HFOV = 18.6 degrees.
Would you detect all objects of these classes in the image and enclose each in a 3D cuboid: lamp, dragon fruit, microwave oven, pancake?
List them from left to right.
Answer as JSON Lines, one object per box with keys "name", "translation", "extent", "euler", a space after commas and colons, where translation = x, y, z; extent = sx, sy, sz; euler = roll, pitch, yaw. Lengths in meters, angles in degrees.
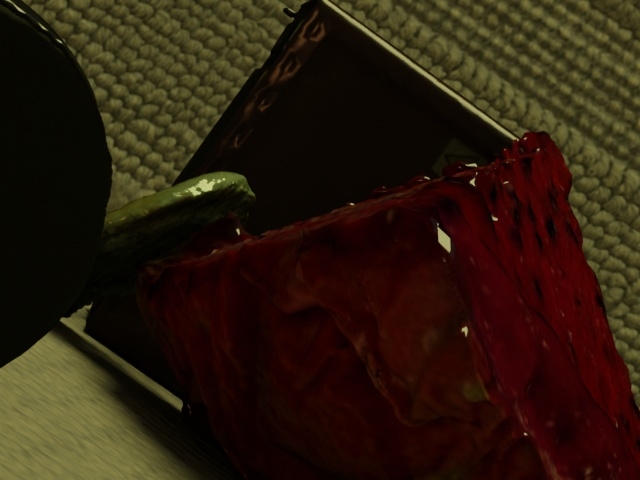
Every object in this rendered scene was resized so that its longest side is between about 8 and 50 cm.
{"name": "lamp", "translation": [-0.180, -0.018, 0.612], "extent": [0.130, 0.108, 0.371], "euler": [22, -9, -31]}
{"name": "pancake", "translation": [-0.092, 0.002, 1.014], "extent": [0.022, 0.130, 0.116], "euler": [62, -16, 17]}
{"name": "microwave oven", "translation": [-0.001, -0.001, 1.173], "extent": [0.188, 0.247, 0.178], "euler": [34, 2, -10]}
{"name": "dragon fruit", "translation": [0.043, 0.029, 0.896], "extent": [0.302, 0.240, 0.330], "euler": [13, -12, 10]}
